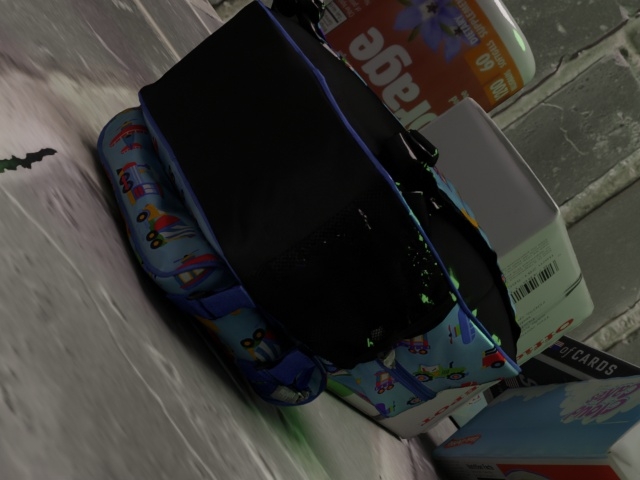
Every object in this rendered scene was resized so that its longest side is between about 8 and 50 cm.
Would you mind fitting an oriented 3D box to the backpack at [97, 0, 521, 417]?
[{"bbox_3d":[0.006,0.003,0.573,0.173,0.117,0.158,50,6,-43],"label":"backpack"}]

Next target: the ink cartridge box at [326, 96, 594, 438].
[{"bbox_3d":[0.070,0.029,0.817,0.092,0.160,0.219,56,3,22],"label":"ink cartridge box"}]

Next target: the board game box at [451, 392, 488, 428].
[{"bbox_3d":[0.086,0.048,1.510,0.318,0.066,0.318,52,5,-29],"label":"board game box"}]

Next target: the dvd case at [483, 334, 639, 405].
[{"bbox_3d":[0.206,0.145,1.005,0.239,0.029,0.179,24,-35,51],"label":"dvd case"}]

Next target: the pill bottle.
[{"bbox_3d":[0.023,-0.095,0.887,0.121,0.216,0.121,54,4,-6],"label":"pill bottle"}]

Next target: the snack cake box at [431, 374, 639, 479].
[{"bbox_3d":[0.197,0.176,0.905,0.152,0.089,0.264,55,-20,-4],"label":"snack cake box"}]
